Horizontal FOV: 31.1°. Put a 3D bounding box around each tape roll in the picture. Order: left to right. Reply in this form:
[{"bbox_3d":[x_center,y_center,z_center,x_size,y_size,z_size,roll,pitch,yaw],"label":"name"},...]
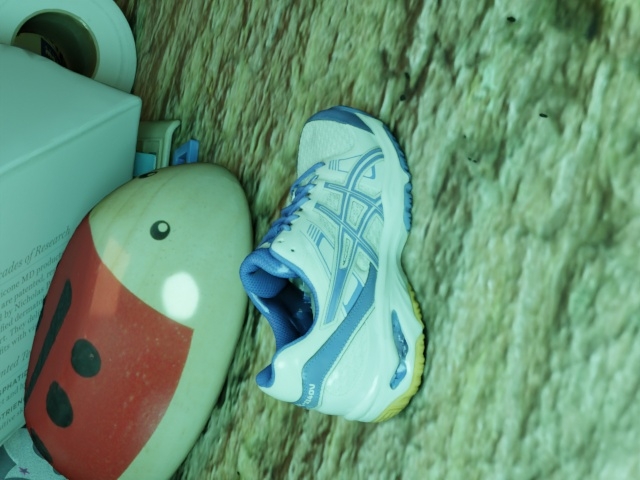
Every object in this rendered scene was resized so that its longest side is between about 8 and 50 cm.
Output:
[{"bbox_3d":[-0.416,-0.265,1.717,0.169,0.246,0.246,-5,76,63],"label":"tape roll"}]

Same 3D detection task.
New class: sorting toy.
[{"bbox_3d":[-0.252,-0.069,1.541,0.348,0.047,0.195,9,89,64],"label":"sorting toy"}]

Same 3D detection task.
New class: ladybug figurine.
[{"bbox_3d":[-0.218,0.108,1.282,0.449,0.162,0.305,-65,31,27],"label":"ladybug figurine"}]

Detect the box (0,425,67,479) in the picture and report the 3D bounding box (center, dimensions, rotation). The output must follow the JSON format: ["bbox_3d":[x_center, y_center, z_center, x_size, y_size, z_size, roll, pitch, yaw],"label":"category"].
[{"bbox_3d":[-0.399,0.376,1.536,0.142,0.163,0.247,-61,32,25],"label":"box"}]

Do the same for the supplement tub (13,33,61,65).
[{"bbox_3d":[-0.587,-0.318,2.079,0.235,0.236,0.324,-54,36,40],"label":"supplement tub"}]

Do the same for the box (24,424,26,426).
[{"bbox_3d":[-0.624,0.240,1.827,0.179,0.343,0.312,-50,39,43],"label":"box"}]

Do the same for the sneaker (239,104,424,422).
[{"bbox_3d":[0.000,0.000,0.935,0.112,0.131,0.296,-52,36,45],"label":"sneaker"}]

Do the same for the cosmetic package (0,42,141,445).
[{"bbox_3d":[-0.455,-0.007,1.397,0.327,0.330,0.393,-45,-29,-54],"label":"cosmetic package"}]
